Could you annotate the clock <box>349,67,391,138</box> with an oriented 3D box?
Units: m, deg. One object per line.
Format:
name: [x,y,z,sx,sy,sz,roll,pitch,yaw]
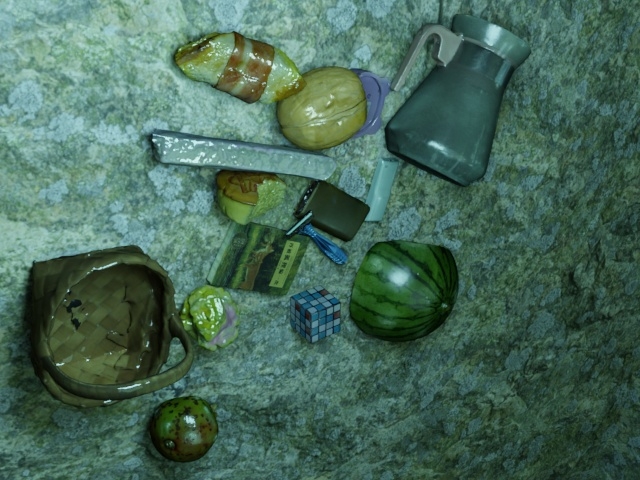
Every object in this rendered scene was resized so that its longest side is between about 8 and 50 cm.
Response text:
clock: [0.090,-0.306,1.820,0.110,0.050,0.152,-5,120,-37]

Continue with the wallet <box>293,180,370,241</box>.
wallet: [0.029,-0.071,1.935,0.198,0.031,0.110,25,99,-45]

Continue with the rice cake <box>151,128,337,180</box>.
rice cake: [-0.154,-0.168,1.645,0.399,0.070,0.064,5,105,-27]

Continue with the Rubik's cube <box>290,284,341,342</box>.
Rubik's cube: [-0.012,0.181,2.017,0.092,0.092,0.092,-20,128,-29]

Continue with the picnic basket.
picnic basket: [-0.388,0.198,1.560,0.293,0.337,0.337,-11,123,-34]

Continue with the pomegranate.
pomegranate: [-0.304,0.430,1.904,0.159,0.159,0.205,-66,162,14]

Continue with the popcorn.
popcorn: [-0.241,0.170,1.804,0.126,0.126,0.145,-40,109,-32]

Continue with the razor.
razor: [0.000,0.000,1.931,0.082,0.042,0.253,-44,145,5]

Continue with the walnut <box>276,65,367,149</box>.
walnut: [0.002,-0.271,1.695,0.197,0.165,0.165,-28,132,-13]

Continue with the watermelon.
watermelon: [0.244,0.149,2.152,0.331,0.189,0.330,-16,120,-29]

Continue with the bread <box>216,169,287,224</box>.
bread: [-0.154,-0.103,1.698,0.156,0.125,0.086,-40,149,-51]

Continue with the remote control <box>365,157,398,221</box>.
remote control: [0.150,-0.122,2.003,0.061,0.029,0.162,-3,118,-40]

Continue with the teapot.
teapot: [0.297,-0.325,1.861,0.300,0.253,0.344,24,93,-31]

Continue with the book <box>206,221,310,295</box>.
book: [-0.137,0.041,1.876,0.228,0.024,0.160,14,105,-43]

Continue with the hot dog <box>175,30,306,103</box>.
hot dog: [-0.153,-0.336,1.574,0.262,0.093,0.123,18,113,-29]
